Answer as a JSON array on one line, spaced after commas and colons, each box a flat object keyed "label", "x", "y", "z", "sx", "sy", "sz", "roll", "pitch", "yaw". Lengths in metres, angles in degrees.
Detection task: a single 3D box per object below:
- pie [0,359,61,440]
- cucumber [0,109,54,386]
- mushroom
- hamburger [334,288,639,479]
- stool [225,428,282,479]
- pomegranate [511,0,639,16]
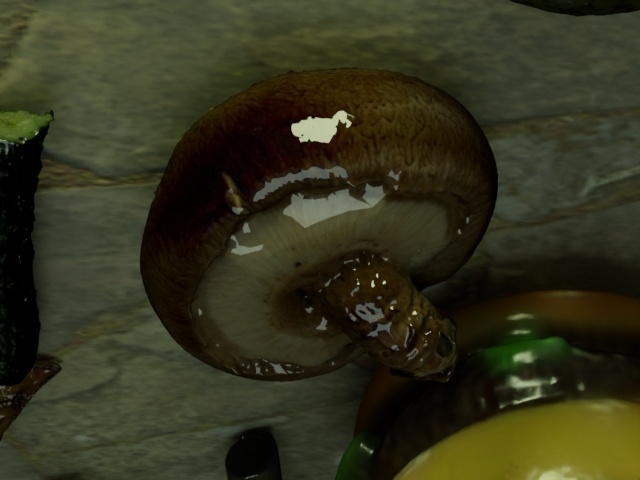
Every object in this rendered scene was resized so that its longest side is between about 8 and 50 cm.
[{"label": "pie", "x": -0.332, "y": 0.164, "z": 1.099, "sx": 0.088, "sy": 0.033, "sz": 0.191, "roll": 29, "pitch": 123, "yaw": -23}, {"label": "cucumber", "x": -0.266, "y": 0.015, "z": 0.943, "sx": 0.081, "sy": 0.072, "sz": 0.303, "roll": 6, "pitch": 131, "yaw": -12}, {"label": "mushroom", "x": 0.004, "y": -0.005, "z": 0.901, "sx": 0.297, "sy": 0.163, "sz": 0.278, "roll": -38, "pitch": 116, "yaw": 25}, {"label": "hamburger", "x": 0.226, "y": 0.230, "z": 1.050, "sx": 0.395, "sy": 0.277, "sz": 0.396, "roll": -1, "pitch": 131, "yaw": -1}, {"label": "stool", "x": -0.128, "y": 0.391, "z": 1.139, "sx": 0.310, "sy": 0.310, "sz": 0.226, "roll": -17, "pitch": 131, "yaw": 5}, {"label": "pomegranate", "x": 0.165, "y": -0.251, "z": 0.655, "sx": 0.214, "sy": 0.214, "sz": 0.248, "roll": 8, "pitch": 143, "yaw": -13}]
